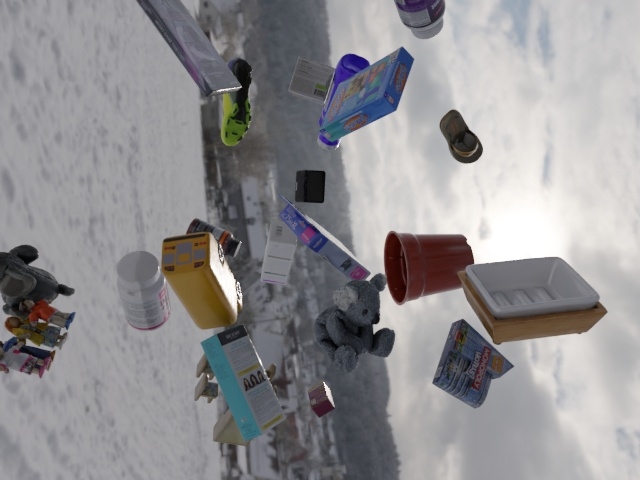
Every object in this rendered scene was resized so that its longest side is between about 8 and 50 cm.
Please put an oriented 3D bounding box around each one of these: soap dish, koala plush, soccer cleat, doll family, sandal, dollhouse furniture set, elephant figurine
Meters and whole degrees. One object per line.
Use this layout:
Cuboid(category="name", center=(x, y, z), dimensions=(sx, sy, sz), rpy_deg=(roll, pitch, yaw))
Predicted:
Cuboid(category="soap dish", center=(0.516, 0.146, 1.513), dimensions=(0.229, 0.291, 0.118), rpy_deg=(-109, -164, -59))
Cuboid(category="koala plush", center=(0.089, 0.190, 1.595), dimensions=(0.203, 0.196, 0.221), rpy_deg=(41, -49, 36))
Cuboid(category="soccer cleat", center=(-0.288, -0.461, 2.029), dimensions=(0.121, 0.094, 0.288), rpy_deg=(24, -71, 55))
Cuboid(category="doll family", center=(-0.748, 0.261, 1.536), dimensions=(0.262, 0.163, 0.118), rpy_deg=(-85, -161, -55))
Cuboid(category="sandal", center=(0.315, -0.218, 1.326), dimensions=(0.049, 0.072, 0.180), rpy_deg=(43, 2, 40))
Cuboid(category="dollhouse furniture set", center=(-0.219, 0.410, 1.669), dimensions=(0.161, 0.212, 0.242), rpy_deg=(-56, -152, 37))
Cuboid(category="elephant figurine", center=(-0.812, 0.092, 1.606), dimensions=(0.186, 0.170, 0.239), rpy_deg=(-47, 151, -31))

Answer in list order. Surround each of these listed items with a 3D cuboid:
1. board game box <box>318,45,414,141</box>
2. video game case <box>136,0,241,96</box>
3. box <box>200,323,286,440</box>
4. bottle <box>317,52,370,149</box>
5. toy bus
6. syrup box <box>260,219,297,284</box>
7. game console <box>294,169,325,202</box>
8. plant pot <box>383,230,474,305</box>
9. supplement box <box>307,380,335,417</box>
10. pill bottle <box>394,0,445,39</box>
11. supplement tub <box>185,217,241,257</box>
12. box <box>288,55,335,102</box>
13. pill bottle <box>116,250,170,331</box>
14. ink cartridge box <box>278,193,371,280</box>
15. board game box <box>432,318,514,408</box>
Cuboid(category="board game box", center=(0.100, -0.321, 1.352), dimensions=(0.210, 0.047, 0.160), rpy_deg=(-16, -135, 49))
Cuboid(category="video game case", center=(-0.295, -0.447, 1.360), dimensions=(0.274, 0.026, 0.196), rpy_deg=(55, 20, -8))
Cuboid(category="box", center=(-0.177, 0.322, 1.391), dimensions=(0.101, 0.060, 0.244), rpy_deg=(-13, 75, -59))
Cuboid(category="bottle", center=(0.058, -0.381, 1.717), dimensions=(0.282, 0.092, 0.118), rpy_deg=(112, 1, -45))
Cuboid(category="toy bus", center=(-0.265, 0.104, 1.412), dimensions=(0.332, 0.108, 0.130), rpy_deg=(79, 2, -56))
Cuboid(category="syrup box", center=(-0.144, 0.047, 2.094), dimensions=(0.236, 0.097, 0.093), rpy_deg=(109, -12, -49))
Cuboid(category="game console", center=(-0.040, -0.202, 2.285), dimensions=(0.107, 0.071, 0.122), rpy_deg=(5, -87, 58))
Cuboid(category="plant pot", center=(0.396, 0.087, 2.204), dimensions=(0.272, 0.265, 0.272), rpy_deg=(175, -90, -80))
Cuboid(category="supplement box", center=(0.002, 0.438, 1.677), dimensions=(0.043, 0.055, 0.083), rpy_deg=(57, 5, -23))
Cuboid(category="pill bottle", center=(0.222, -0.544, 1.367), dimensions=(0.193, 0.108, 0.108), rpy_deg=(42, 36, -62))
Cuboid(category="supplement tub", center=(-0.405, -0.002, 2.298), dimensions=(0.106, 0.198, 0.105), rpy_deg=(-156, -90, -90))
Cuboid(category="box", center=(-0.023, -0.474, 1.823), dimensions=(0.203, 0.114, 0.103), rpy_deg=(-78, -174, -80))
Cuboid(category="pill bottle", center=(-0.606, 0.174, 2.080), dimensions=(0.283, 0.161, 0.160), rpy_deg=(98, -13, -50))
Cuboid(category="ink cartridge box", center=(0.000, 0.000, 1.726), dimensions=(0.311, 0.065, 0.186), rpy_deg=(41, 3, -44))
Cuboid(category="board game box", center=(0.426, 0.347, 1.661), dimensions=(0.194, 0.194, 0.060), rpy_deg=(-64, -171, -28))
